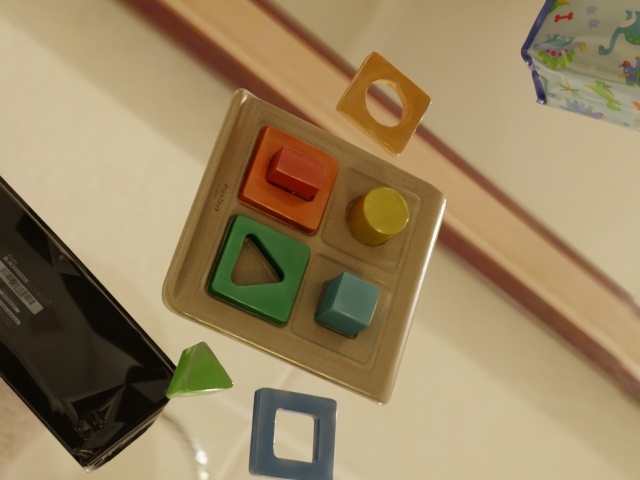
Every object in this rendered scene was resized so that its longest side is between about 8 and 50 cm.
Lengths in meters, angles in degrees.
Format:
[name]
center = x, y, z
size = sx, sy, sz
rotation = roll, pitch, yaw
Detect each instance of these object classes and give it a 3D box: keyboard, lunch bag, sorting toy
[keyboard]
center = -0.278, 0.065, 1.194
size = 0.201, 0.317, 0.033
rotation = -36, 165, -32
[lunch bag]
center = 0.240, -0.160, 1.090
size = 0.128, 0.096, 0.151
rotation = 20, -108, 26
[sorting toy]
center = 0.000, 0.000, 1.066
size = 0.047, 0.196, 0.348
rotation = -28, -141, 58
